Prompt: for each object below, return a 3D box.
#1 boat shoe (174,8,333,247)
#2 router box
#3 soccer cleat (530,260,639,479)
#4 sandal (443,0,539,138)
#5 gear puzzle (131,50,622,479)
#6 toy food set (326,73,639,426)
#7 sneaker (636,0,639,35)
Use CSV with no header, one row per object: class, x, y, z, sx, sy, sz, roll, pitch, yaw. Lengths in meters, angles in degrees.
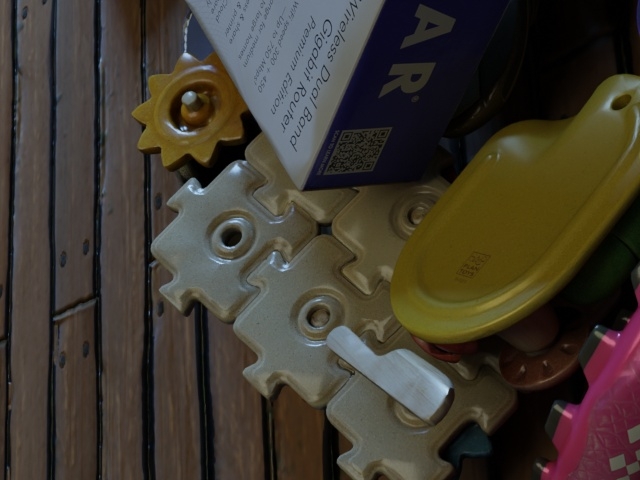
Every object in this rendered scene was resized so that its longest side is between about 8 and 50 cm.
boat shoe,-0.052,-0.062,1.032,0.103,0.092,0.285,-38,51,35
router box,0.014,-0.249,0.837,0.301,0.082,0.335,59,141,35
soccer cleat,0.210,0.029,0.691,0.143,0.116,0.331,32,119,14
sandal,0.091,-0.145,0.933,0.090,0.060,0.219,-36,38,29
gear puzzle,0.000,0.000,0.913,0.175,0.044,0.339,-46,58,-6
toy food set,0.109,0.015,0.804,0.218,0.071,0.128,-49,29,-14
sneaker,0.207,-0.208,0.667,0.323,0.236,0.130,-45,54,28
